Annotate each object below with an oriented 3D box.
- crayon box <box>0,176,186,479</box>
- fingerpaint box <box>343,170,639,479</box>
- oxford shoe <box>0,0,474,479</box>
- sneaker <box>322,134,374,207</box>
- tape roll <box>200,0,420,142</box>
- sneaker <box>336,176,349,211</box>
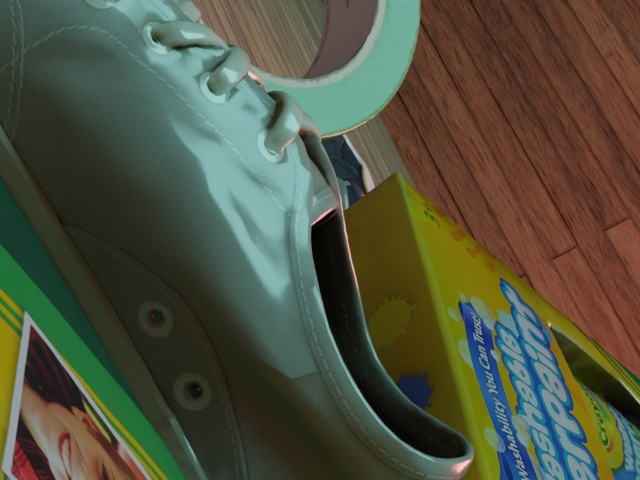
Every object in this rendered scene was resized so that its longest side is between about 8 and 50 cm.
[{"bbox_3d":[-0.076,0.161,0.340,0.313,0.106,0.363,59,8,-11],"label":"crayon box"},{"bbox_3d":[0.137,0.236,0.769,0.371,0.163,0.445,38,26,-33],"label":"fingerpaint box"},{"bbox_3d":[-0.077,-0.048,0.635,0.449,0.130,0.169,59,9,1],"label":"oxford shoe"},{"bbox_3d":[0.000,0.000,1.277,0.321,0.126,0.127,64,3,10],"label":"sneaker"},{"bbox_3d":[-0.059,-0.227,1.224,0.321,0.077,0.321,14,69,-39],"label":"tape roll"},{"bbox_3d":[-0.043,0.067,1.020,0.083,0.118,0.222,143,-53,-80],"label":"sneaker"}]
